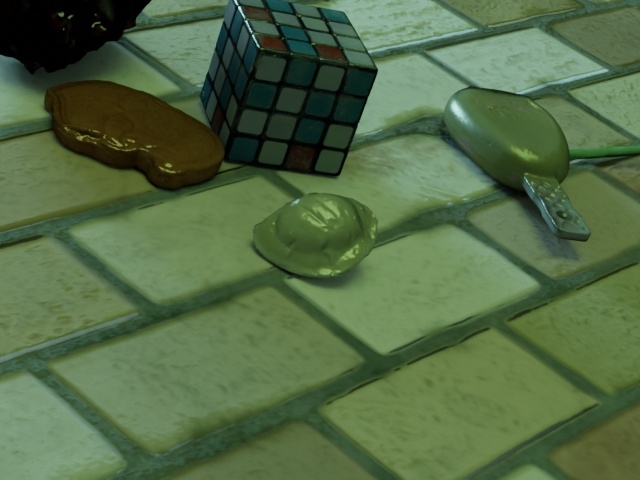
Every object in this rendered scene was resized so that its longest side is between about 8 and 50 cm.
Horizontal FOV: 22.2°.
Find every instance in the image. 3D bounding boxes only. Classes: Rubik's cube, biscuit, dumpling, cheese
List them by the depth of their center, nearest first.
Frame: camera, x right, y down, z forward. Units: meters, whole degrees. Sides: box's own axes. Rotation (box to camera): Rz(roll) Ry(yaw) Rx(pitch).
[{"bbox_3d":[0.001,-0.001,1.057,0.077,0.043,0.059,5,54,-31],"label":"dumpling"},{"bbox_3d":[-0.128,-0.078,1.126,0.130,0.019,0.102,26,28,11],"label":"biscuit"},{"bbox_3d":[-0.025,-0.112,1.174,0.092,0.092,0.092,8,31,-22],"label":"Rubik's cube"},{"bbox_3d":[0.160,-0.056,1.250,0.097,0.037,0.192,7,31,-20],"label":"cheese"}]

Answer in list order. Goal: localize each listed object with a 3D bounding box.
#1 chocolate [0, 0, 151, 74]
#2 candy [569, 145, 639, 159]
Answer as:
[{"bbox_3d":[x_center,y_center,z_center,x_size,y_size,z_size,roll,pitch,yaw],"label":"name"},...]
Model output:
[{"bbox_3d":[-0.195,-0.175,1.174,0.156,0.156,0.133,18,57,-4],"label":"chocolate"},{"bbox_3d":[0.275,-0.078,1.362,0.201,0.060,0.060,-7,38,-26],"label":"candy"}]
